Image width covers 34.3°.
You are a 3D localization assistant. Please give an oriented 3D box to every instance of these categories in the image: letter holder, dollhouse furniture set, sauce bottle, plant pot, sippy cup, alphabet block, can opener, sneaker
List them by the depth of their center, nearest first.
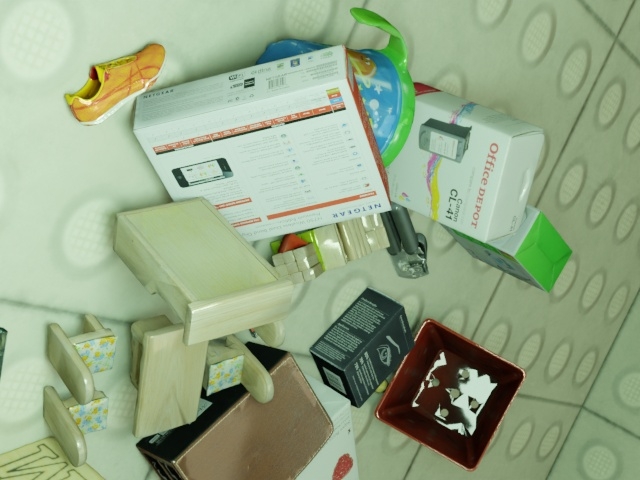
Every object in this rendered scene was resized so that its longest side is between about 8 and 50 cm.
[{"bbox_3d":[-0.293,-0.239,1.513,0.175,0.064,0.067,-46,132,-25],"label":"sneaker"},{"bbox_3d":[-0.209,0.172,1.630,0.362,0.256,0.394,-13,130,-34],"label":"dollhouse furniture set"},{"bbox_3d":[-0.454,0.461,1.655,0.193,0.197,0.192,-12,122,-47],"label":"alphabet block"},{"bbox_3d":[0.003,-0.236,1.761,0.224,0.240,0.305,11,85,-42],"label":"sippy cup"},{"bbox_3d":[-0.150,0.374,1.950,0.302,0.152,0.214,-42,115,-26],"label":"letter holder"},{"bbox_3d":[0.178,-0.016,2.253,0.283,0.076,0.095,66,28,-47],"label":"can opener"},{"bbox_3d":[0.136,0.339,2.434,0.042,0.042,0.128,-59,149,-4],"label":"sauce bottle"},{"bbox_3d":[0.317,0.369,2.500,0.267,0.267,0.236,-61,168,-2],"label":"plant pot"}]

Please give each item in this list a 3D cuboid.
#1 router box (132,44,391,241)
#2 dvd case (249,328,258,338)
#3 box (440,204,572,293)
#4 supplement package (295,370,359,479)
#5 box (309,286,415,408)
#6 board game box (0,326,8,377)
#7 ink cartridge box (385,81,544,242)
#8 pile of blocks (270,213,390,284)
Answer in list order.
[{"bbox_3d":[-0.084,-0.135,1.642,0.301,0.336,0.082,67,14,-48],"label":"router box"},{"bbox_3d":[-0.117,0.124,2.008,0.087,0.013,0.119,-45,142,-23],"label":"dvd case"},{"bbox_3d":[0.427,-0.016,2.401,0.126,0.231,0.262,-59,145,-5],"label":"box"},{"bbox_3d":[-0.043,0.444,2.169,0.177,0.175,0.292,-38,138,-31],"label":"supplement package"},{"bbox_3d":[0.095,0.232,2.259,0.207,0.108,0.153,-45,141,-23],"label":"box"},{"bbox_3d":[-0.537,0.222,1.541,0.126,0.026,0.186,-7,118,-48],"label":"board game box"},{"bbox_3d":[0.255,-0.158,2.031,0.131,0.306,0.226,-15,123,-46],"label":"ink cartridge box"},{"bbox_3d":[0.000,0.000,2.010,0.362,0.149,0.112,-20,94,-52],"label":"pile of blocks"}]
